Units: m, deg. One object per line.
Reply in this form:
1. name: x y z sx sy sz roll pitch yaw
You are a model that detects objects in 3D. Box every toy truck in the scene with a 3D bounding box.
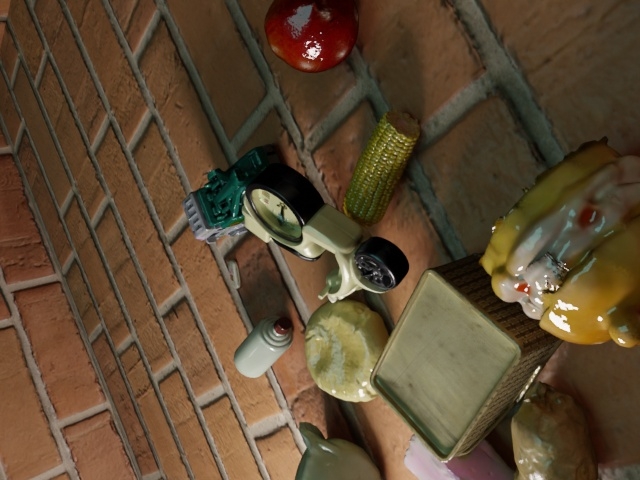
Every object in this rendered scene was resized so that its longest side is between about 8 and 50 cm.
1. toy truck: -0.210 -0.115 1.568 0.363 0.177 0.177 -29 81 53

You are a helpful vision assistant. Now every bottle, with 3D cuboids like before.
1. bottle: -0.143 0.273 1.675 0.104 0.104 0.245 58 138 17

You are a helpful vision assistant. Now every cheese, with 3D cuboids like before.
1. cheese: 0.066 0.245 1.418 0.213 0.117 0.226 10 106 41

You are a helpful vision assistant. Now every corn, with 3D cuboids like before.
1. corn: 0.115 -0.136 1.245 0.093 0.093 0.244 45 132 30

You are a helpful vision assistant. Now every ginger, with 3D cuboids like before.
1. ginger: 0.391 0.365 1.062 0.152 0.138 0.267 23 125 48

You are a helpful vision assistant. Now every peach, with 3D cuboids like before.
1. peach: -0.012 -0.420 1.223 0.197 0.197 0.198 20 117 44

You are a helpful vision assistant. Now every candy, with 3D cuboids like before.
1. candy: 0.288 0.465 1.209 0.265 0.115 0.156 48 153 30

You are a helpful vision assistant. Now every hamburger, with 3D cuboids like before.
1. hamburger: 0.382 0.026 0.865 0.237 0.276 0.276 52 136 27

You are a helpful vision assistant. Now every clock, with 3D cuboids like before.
1. clock: 0.000 0.000 1.322 0.379 0.120 0.276 39 154 12

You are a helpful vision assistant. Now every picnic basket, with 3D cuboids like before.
1. picnic basket: 0.257 0.208 1.139 0.228 0.175 0.313 44 128 32

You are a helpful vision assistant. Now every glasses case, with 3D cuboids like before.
1. glasses case: -0.246 0.096 1.797 0.032 0.021 0.083 5 106 50

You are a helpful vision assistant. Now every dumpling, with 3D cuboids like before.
1. dumpling: 0.056 0.607 1.502 0.211 0.270 0.321 0 78 27
